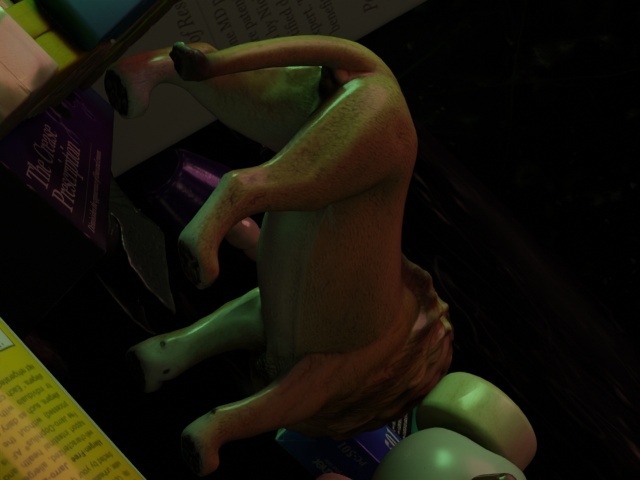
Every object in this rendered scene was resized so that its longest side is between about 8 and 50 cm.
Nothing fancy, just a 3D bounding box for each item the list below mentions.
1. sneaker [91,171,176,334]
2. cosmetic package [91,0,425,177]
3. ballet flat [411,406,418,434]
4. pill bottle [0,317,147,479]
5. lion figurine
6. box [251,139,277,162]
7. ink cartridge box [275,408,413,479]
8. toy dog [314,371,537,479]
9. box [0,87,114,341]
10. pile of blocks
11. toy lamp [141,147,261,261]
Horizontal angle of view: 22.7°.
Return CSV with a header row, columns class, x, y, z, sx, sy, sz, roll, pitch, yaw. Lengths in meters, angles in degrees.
class,x,y,z,sx,sy,sz,roll,pitch,yaw
sneaker,-0.154,-0.012,1.164,0.089,0.051,0.170,38,19,-35
cosmetic package,-0.126,-0.328,1.264,0.329,0.393,0.327,55,-7,38
ballet flat,0.093,0.200,1.290,0.079,0.077,0.221,63,14,-10
pill bottle,-0.128,0.118,0.635,0.208,0.117,0.117,47,11,4
lion figurine,0.000,0.000,1.006,0.142,0.240,0.392,50,-31,33
box,-0.028,-0.086,1.732,0.220,0.051,0.175,55,3,-43
ink cartridge box,0.023,0.143,1.266,0.097,0.046,0.207,44,12,-4
toy dog,0.143,0.234,1.034,0.333,0.220,0.161,34,-18,-18
box,-0.225,-0.067,0.971,0.184,0.103,0.261,39,13,-20
pile of blocks,-0.152,-0.152,0.888,0.112,0.149,0.362,45,13,-7
toy lamp,-0.047,0.008,1.398,0.274,0.080,0.080,36,15,-38
